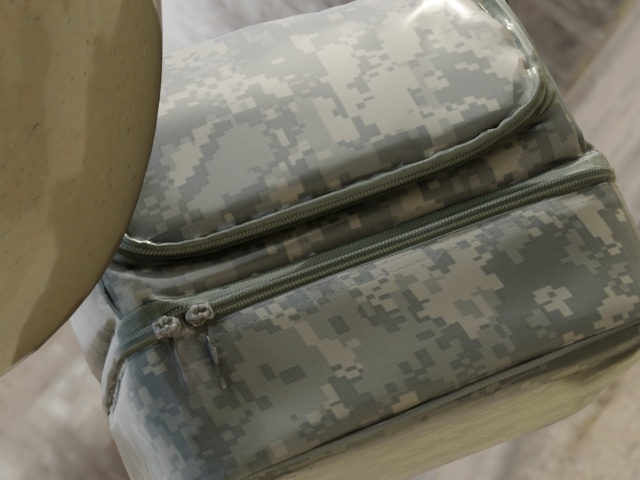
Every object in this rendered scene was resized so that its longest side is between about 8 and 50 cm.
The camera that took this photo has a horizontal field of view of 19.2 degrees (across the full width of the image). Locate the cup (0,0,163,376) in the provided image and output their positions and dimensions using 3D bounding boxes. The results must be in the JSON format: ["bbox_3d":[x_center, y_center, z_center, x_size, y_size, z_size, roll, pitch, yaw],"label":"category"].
[{"bbox_3d":[-0.199,-0.116,0.687,0.331,0.331,0.237,-51,-1,-29],"label":"cup"}]

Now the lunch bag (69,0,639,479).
[{"bbox_3d":[0.000,0.000,1.029,0.305,0.256,0.212,-20,-16,-11],"label":"lunch bag"}]
